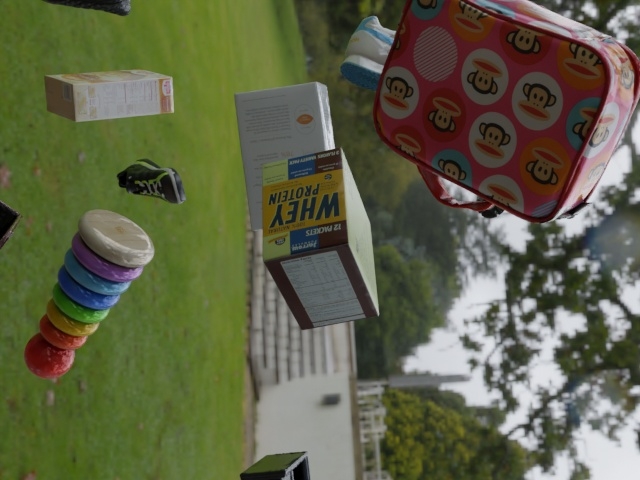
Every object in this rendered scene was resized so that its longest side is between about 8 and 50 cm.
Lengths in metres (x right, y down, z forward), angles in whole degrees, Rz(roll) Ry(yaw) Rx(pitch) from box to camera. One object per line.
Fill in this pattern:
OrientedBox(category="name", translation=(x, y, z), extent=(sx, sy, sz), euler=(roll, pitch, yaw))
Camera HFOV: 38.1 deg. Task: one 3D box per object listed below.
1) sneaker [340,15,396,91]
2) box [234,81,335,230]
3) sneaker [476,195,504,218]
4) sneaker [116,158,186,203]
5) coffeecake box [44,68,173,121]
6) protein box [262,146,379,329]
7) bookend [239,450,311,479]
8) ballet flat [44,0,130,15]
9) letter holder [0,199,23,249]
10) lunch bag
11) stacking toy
OrientedBox(category="sneaker", translation=(0.147, -0.241, 1.318), extent=(0.087, 0.228, 0.092), euler=(152, -42, -73))
OrientedBox(category="box", translation=(-0.076, -0.211, 2.344), extent=(0.168, 0.215, 0.345), euler=(-33, 116, -79))
OrientedBox(category="sneaker", translation=(0.384, -0.142, 1.896), extent=(0.208, 0.081, 0.094), euler=(-49, -175, 6))
OrientedBox(category="sneaker", translation=(-0.393, -0.122, 2.126), extent=(0.234, 0.097, 0.084), euler=(21, -49, 50))
OrientedBox(category="coffeecake box", translation=(-0.378, -0.262, 1.660), extent=(0.142, 0.185, 0.068), euler=(22, -63, 51))
OrientedBox(category="protein box", translation=(0.000, 0.000, 1.492), extent=(0.201, 0.136, 0.200), euler=(66, 16, -49))
OrientedBox(category="bookend", translation=(-0.061, 0.419, 1.432), extent=(0.157, 0.072, 0.156), euler=(16, 67, -78))
OrientedBox(category="ballet flat", translation=(-0.393, -0.392, 1.507), extent=(0.049, 0.173, 0.057), euler=(88, 16, -56))
OrientedBox(category="letter holder", translation=(-0.641, 0.052, 1.504), extent=(0.302, 0.152, 0.214), euler=(-53, -162, 0))
OrientedBox(category="lunch bag", translation=(0.204, -0.152, 1.100), extent=(0.120, 0.293, 0.258), euler=(-17, 133, -48))
OrientedBox(category="stacking toy", translation=(-0.429, 0.112, 1.640), extent=(0.330, 0.141, 0.141), euler=(-56, -169, 18))
